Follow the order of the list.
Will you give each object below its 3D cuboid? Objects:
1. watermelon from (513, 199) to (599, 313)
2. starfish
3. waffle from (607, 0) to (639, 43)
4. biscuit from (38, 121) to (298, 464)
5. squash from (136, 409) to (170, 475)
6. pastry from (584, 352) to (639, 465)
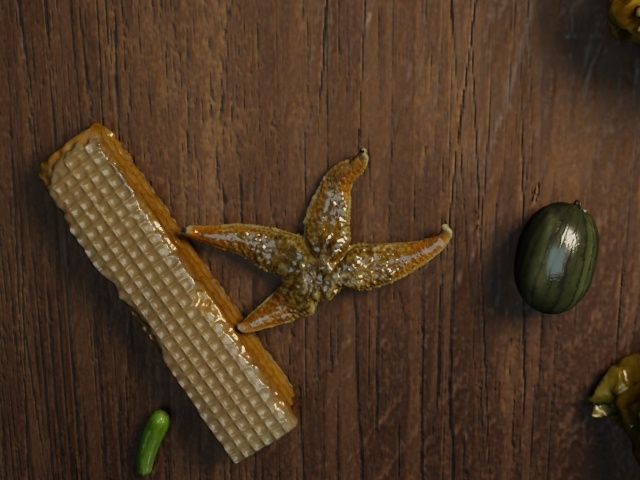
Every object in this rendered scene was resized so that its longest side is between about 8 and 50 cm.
[{"bbox_3d":[0.219,0.014,0.896,0.078,0.078,0.110,11,101,11],"label":"watermelon"},{"bbox_3d":[0.000,-0.002,0.966,0.247,0.050,0.138,-24,97,11],"label":"starfish"},{"bbox_3d":[0.383,-0.255,0.754,0.261,0.151,0.324,30,111,8],"label":"waffle"},{"bbox_3d":[-0.157,0.053,1.011,0.094,0.054,0.378,-34,94,18],"label":"biscuit"},{"bbox_3d":[-0.190,0.226,1.080,0.027,0.027,0.089,26,112,6],"label":"squash"},{"bbox_3d":[0.399,0.166,0.863,0.235,0.132,0.240,44,109,-1],"label":"pastry"}]
